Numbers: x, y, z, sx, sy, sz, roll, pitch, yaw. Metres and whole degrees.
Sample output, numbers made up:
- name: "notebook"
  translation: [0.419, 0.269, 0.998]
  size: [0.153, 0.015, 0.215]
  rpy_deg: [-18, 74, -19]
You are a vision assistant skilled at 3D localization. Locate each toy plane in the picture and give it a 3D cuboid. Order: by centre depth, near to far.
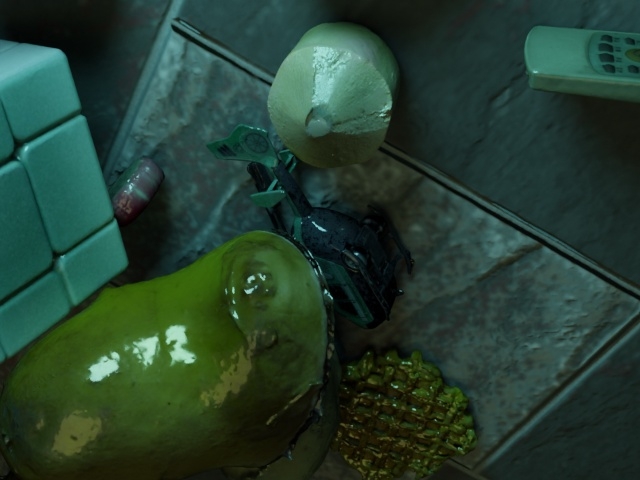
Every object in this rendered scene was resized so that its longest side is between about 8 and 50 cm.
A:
- name: "toy plane"
  translation: [0.000, 0.000, 1.125]
  size: [0.155, 0.106, 0.382]
  rpy_deg: [-9, 127, 35]

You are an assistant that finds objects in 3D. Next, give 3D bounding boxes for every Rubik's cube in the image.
- name: "Rubik's cube"
  translation: [-0.476, -0.048, 1.031]
  size: [0.318, 0.316, 0.322]
  rpy_deg: [16, 132, 31]

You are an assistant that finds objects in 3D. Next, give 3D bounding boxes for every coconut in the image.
- name: "coconut"
  translation: [0.015, -0.163, 0.966]
  size: [0.147, 0.153, 0.147]
  rpy_deg: [6, 125, 8]

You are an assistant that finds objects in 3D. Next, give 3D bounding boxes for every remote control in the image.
- name: "remote control"
  translation: [0.354, -0.178, 0.883]
  size: [0.285, 0.123, 0.038]
  rpy_deg: [10, 128, 11]

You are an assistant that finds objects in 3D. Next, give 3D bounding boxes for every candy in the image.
- name: "candy"
  translation: [-0.252, -0.064, 1.141]
  size: [0.043, 0.103, 0.103]
  rpy_deg: [39, 125, -21]

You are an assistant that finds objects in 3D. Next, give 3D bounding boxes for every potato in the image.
- name: "potato"
  translation: [-0.204, 0.173, 1.035]
  size: [0.397, 0.295, 0.290]
  rpy_deg: [-31, 75, 40]

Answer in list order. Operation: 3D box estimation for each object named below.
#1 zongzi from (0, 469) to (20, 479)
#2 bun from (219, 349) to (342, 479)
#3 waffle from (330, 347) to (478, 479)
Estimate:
- name: "zongzi"
  translation: [-0.475, 0.488, 1.597]
  size: [0.242, 0.112, 0.221]
  rpy_deg: [33, 126, -19]
- name: "bun"
  translation: [-0.055, 0.229, 1.225]
  size: [0.152, 0.259, 0.259]
  rpy_deg: [10, 135, -34]
- name: "waffle"
  translation: [0.107, 0.271, 1.313]
  size: [0.254, 0.052, 0.245]
  rpy_deg: [-26, 111, 29]
